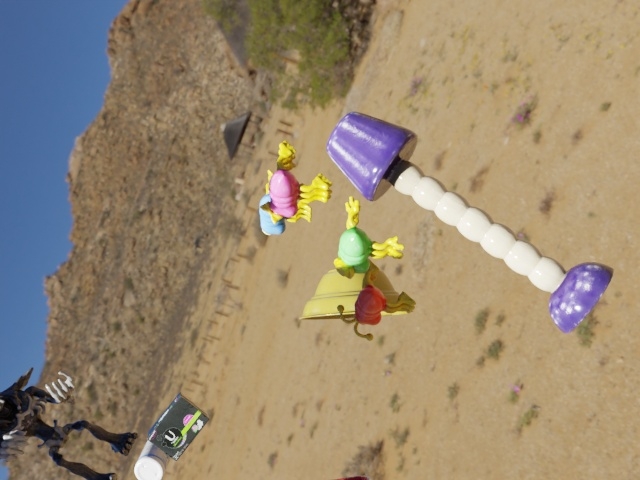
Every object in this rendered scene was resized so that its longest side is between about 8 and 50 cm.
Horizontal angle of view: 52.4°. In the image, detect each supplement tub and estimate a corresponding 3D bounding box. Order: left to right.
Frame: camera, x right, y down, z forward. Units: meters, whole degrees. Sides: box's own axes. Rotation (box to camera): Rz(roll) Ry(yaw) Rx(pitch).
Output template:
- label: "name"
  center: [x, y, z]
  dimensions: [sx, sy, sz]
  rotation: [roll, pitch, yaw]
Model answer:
- label: "supplement tub"
  center: [-0.388, 0.511, 1.524]
  dimensions: [0.107, 0.071, 0.071]
  rotation: [-86, 18, -75]

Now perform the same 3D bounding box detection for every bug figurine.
- label: "bug figurine"
  center: [0.000, 0.000, 0.836]
  dimensions: [0.072, 0.279, 0.216]
  rotation: [-41, -21, -19]

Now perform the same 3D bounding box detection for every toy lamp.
- label: "toy lamp"
  center: [0.127, -0.027, 0.593]
  dimensions: [0.080, 0.274, 0.080]
  rotation: [-52, -13, -17]

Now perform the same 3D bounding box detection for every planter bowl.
- label: "planter bowl"
  center: [0.065, 0.099, 1.235]
  dimensions: [0.217, 0.217, 0.091]
  rotation: [139, 129, -75]

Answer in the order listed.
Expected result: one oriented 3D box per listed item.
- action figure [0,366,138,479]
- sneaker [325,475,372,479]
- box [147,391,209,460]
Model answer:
- label: "action figure"
  center: [-0.430, 0.286, 1.013]
  dimensions: [0.141, 0.275, 0.164]
  rotation: [118, 176, -51]
- label: "sneaker"
  center: [-0.022, 0.420, 0.887]
  dimensions: [0.270, 0.145, 0.090]
  rotation: [-26, 6, 5]
- label: "box"
  center: [-0.229, 0.299, 1.051]
  dimensions: [0.083, 0.062, 0.052]
  rotation: [-52, 8, -11]
